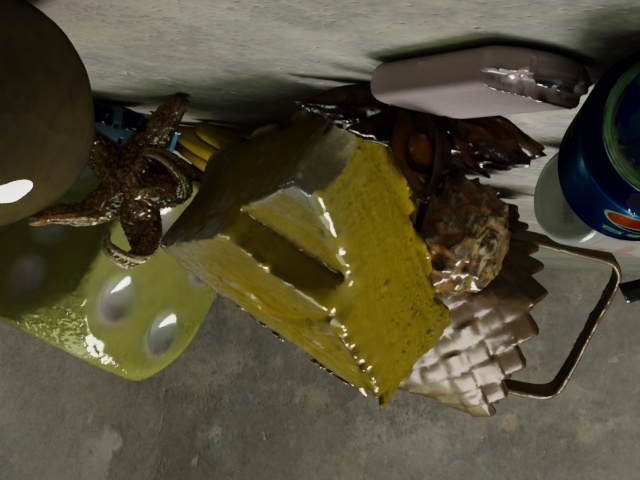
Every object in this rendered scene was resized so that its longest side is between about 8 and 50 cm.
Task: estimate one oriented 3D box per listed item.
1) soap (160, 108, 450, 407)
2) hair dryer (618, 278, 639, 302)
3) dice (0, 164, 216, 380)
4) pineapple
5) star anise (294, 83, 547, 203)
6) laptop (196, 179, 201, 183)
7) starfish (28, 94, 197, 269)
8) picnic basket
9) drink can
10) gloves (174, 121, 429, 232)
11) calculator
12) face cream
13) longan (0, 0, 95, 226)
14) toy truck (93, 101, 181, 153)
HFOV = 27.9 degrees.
[{"bbox_3d":[0.054,0.027,1.271,0.338,0.169,0.304,37,158,-20],"label":"soap"},{"bbox_3d":[0.436,0.031,1.130,0.284,0.156,0.320,-32,177,2],"label":"hair dryer"},{"bbox_3d":[-0.263,0.012,1.487,0.227,0.238,0.233,19,170,33],"label":"dice"},{"bbox_3d":[0.130,-0.016,1.557,0.193,0.166,0.166,18,-176,37],"label":"pineapple"},{"bbox_3d":[0.096,-0.081,1.035,0.212,0.053,0.157,5,-154,-18],"label":"star anise"},{"bbox_3d":[-0.119,-0.086,1.595,0.129,0.016,0.180,-16,-175,-24],"label":"laptop"},{"bbox_3d":[-0.194,-0.072,1.252,0.146,0.190,0.074,32,-165,0],"label":"starfish"},{"bbox_3d":[0.229,0.089,1.786,0.321,0.254,0.291,14,-152,-12],"label":"picnic basket"},{"bbox_3d":[0.228,-0.063,0.882,0.118,0.118,0.205,6,175,6],"label":"drink can"},{"bbox_3d":[-0.025,-0.078,1.420,0.294,0.116,0.133,15,150,7],"label":"gloves"},{"bbox_3d":[0.112,-0.113,0.934,0.100,0.032,0.175,8,176,-34],"label":"calculator"},{"bbox_3d":[0.337,-0.031,1.330,0.251,0.101,0.101,9,175,-39],"label":"face cream"},{"bbox_3d":[-0.239,-0.091,0.876,0.189,0.189,0.189,6,176,0],"label":"longan"},{"bbox_3d":[-0.200,-0.108,1.338,0.136,0.063,0.074,14,-167,-31],"label":"toy truck"}]
